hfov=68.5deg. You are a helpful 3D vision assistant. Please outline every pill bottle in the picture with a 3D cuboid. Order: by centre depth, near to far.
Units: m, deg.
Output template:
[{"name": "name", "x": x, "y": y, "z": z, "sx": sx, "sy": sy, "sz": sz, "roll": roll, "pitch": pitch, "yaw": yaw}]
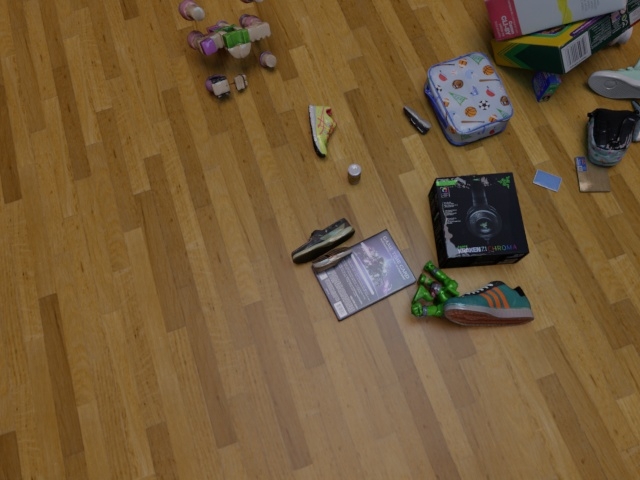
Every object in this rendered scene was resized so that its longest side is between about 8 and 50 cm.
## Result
[{"name": "pill bottle", "x": 0.112, "y": -0.217, "z": 1.555, "sx": 0.043, "sy": 0.083, "sz": 0.043, "roll": -1, "pitch": 73, "yaw": 3}, {"name": "pill bottle", "x": 1.012, "y": -0.745, "z": 1.676, "sx": 0.160, "sy": 0.087, "sz": 0.087, "roll": 9, "pitch": 73, "yaw": 7}]

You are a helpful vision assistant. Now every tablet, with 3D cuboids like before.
[{"name": "tablet", "x": 0.752, "y": -0.198, "z": 1.557, "sx": 0.083, "sy": 0.006, "sz": 0.054, "roll": 23, "pitch": 75, "yaw": 9}]

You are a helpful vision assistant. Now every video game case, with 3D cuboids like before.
[{"name": "video game case", "x": 0.136, "y": 0.106, "z": 1.482, "sx": 0.274, "sy": 0.026, "sz": 0.196, "roll": -26, "pitch": 73, "yaw": -6}]

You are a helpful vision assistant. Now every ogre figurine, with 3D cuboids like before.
[{"name": "ogre figurine", "x": 0.347, "y": 0.160, "z": 1.412, "sx": 0.118, "sy": 0.097, "sz": 0.197, "roll": 24, "pitch": 32, "yaw": 6}]

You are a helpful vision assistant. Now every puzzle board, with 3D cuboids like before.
[{"name": "puzzle board", "x": 0.899, "y": -0.219, "z": 1.554, "sx": 0.096, "sy": 0.011, "sz": 0.128, "roll": 0, "pitch": 72, "yaw": 4}]

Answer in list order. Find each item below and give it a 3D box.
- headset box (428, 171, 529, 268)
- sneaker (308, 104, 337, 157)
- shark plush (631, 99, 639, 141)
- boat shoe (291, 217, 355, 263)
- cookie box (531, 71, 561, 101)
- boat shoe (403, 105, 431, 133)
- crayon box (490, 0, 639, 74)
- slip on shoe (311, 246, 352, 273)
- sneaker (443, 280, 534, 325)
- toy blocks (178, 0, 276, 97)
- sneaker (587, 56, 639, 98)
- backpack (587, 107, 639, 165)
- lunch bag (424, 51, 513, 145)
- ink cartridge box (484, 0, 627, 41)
[{"name": "headset box", "x": 0.483, "y": -0.069, "z": 1.464, "sx": 0.246, "sy": 0.131, "sz": 0.283, "roll": -3, "pitch": 71, "yaw": 1}, {"name": "sneaker", "x": 0.013, "y": -0.383, "z": 1.617, "sx": 0.094, "sy": 0.081, "sz": 0.208, "roll": -6, "pitch": 72, "yaw": -1}, {"name": "shark plush", "x": 1.076, "y": -0.412, "z": 1.586, "sx": 0.067, "sy": 0.073, "sz": 0.161, "roll": -13, "pitch": 74, "yaw": 31}, {"name": "boat shoe", "x": 0.001, "y": -0.001, "z": 1.499, "sx": 0.223, "sy": 0.080, "sz": 0.073, "roll": -27, "pitch": 67, "yaw": -11}, {"name": "cookie box", "x": 0.774, "y": -0.545, "z": 1.614, "sx": 0.040, "sy": 0.107, "sz": 0.092, "roll": -9, "pitch": 72, "yaw": 0}, {"name": "boat shoe", "x": 0.330, "y": -0.420, "z": 1.633, "sx": 0.125, "sy": 0.038, "sz": 0.046, "roll": 45, "pitch": 37, "yaw": 14}, {"name": "crayon box", "x": 0.819, "y": -0.710, "z": 1.567, "sx": 0.363, "sy": 0.106, "sz": 0.313, "roll": -35, "pitch": 33, "yaw": -4}, {"name": "slip on shoe", "x": 0.040, "y": 0.061, "z": 1.470, "sx": 0.135, "sy": 0.051, "sz": 0.041, "roll": -25, "pitch": 112, "yaw": -13}, {"name": "sneaker", "x": 0.481, "y": 0.179, "z": 1.375, "sx": 0.302, "sy": 0.108, "sz": 0.121, "roll": 8, "pitch": 58, "yaw": -22}, {"name": "toy blocks", "x": -0.342, "y": -0.737, "z": 1.705, "sx": 0.289, "sy": 0.309, "sz": 0.260, "roll": -26, "pitch": 39, "yaw": -17}, {"name": "sneaker", "x": 1.059, "y": -0.573, "z": 1.621, "sx": 0.256, "sy": 0.094, "sz": 0.151, "roll": 13, "pitch": 67, "yaw": 9}, {"name": "backpack", "x": 0.945, "y": -0.336, "z": 1.530, "sx": 0.152, "sy": 0.115, "sz": 0.182, "roll": 7, "pitch": 61, "yaw": 26}, {"name": "lunch bag", "x": 0.494, "y": -0.488, "z": 1.610, "sx": 0.243, "sy": 0.115, "sz": 0.303, "roll": -20, "pitch": 73, "yaw": -1}, {"name": "ink cartridge box", "x": 0.768, "y": -0.813, "z": 1.496, "sx": 0.385, "sy": 0.160, "sz": 0.279, "roll": 2, "pitch": 46, "yaw": 43}]
